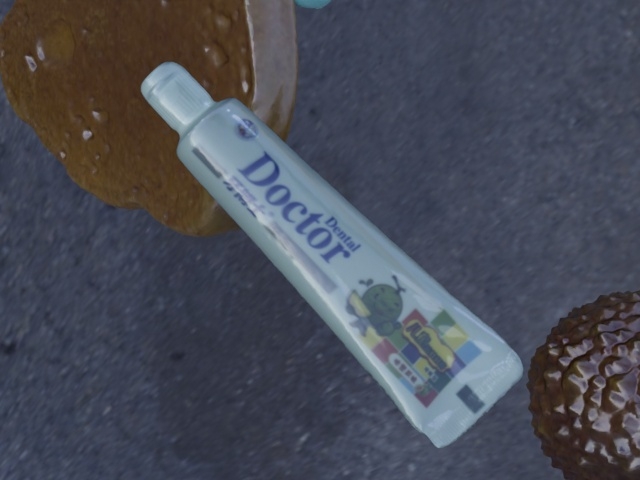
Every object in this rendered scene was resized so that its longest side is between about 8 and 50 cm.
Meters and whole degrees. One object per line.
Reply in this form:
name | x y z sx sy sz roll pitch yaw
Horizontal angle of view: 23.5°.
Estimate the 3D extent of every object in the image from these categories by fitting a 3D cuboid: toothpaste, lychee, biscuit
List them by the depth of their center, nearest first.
toothpaste | 0.000 0.000 0.822 0.067 0.037 0.255 -44 88 -8
biscuit | -0.151 -0.177 1.252 0.074 0.381 0.358 -9 93 -36
lychee | 0.267 0.131 1.254 0.200 0.238 0.200 -3 96 -29

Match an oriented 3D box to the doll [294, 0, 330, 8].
doll | -0.050 -0.252 1.524 0.159 0.158 0.059 -45 70 13
